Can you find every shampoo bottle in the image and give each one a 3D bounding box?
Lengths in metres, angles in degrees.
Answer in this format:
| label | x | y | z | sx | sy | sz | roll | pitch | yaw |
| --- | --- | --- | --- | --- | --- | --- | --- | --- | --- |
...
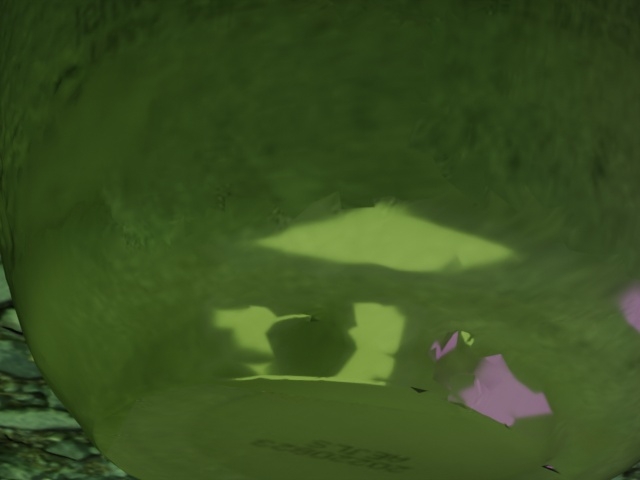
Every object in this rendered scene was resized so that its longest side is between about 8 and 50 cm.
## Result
| label | x | y | z | sx | sy | sz | roll | pitch | yaw |
| --- | --- | --- | --- | --- | --- | --- | --- | --- | --- |
| shampoo bottle | 0.025 | -0.054 | 0.641 | 0.323 | 0.317 | 0.322 | 1 | 144 | 1 |
